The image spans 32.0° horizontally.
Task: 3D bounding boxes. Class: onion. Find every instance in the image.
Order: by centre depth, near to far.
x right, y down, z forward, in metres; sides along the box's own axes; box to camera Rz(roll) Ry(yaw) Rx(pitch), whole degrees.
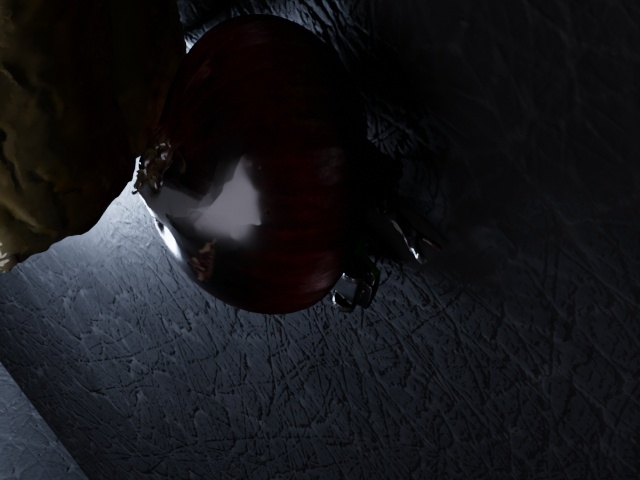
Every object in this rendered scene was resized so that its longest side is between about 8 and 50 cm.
[{"bbox_3d":[-0.024,-0.064,0.988,0.273,0.285,0.273,-179,90,-74],"label":"onion"}]

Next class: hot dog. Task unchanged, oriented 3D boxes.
[{"bbox_3d":[-0.259,-0.231,0.967,0.196,0.367,0.365,8,132,13],"label":"hot dog"}]

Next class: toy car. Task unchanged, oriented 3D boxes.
[{"bbox_3d":[0.000,0.000,1.131,0.165,0.062,0.071,41,150,20],"label":"toy car"}]
